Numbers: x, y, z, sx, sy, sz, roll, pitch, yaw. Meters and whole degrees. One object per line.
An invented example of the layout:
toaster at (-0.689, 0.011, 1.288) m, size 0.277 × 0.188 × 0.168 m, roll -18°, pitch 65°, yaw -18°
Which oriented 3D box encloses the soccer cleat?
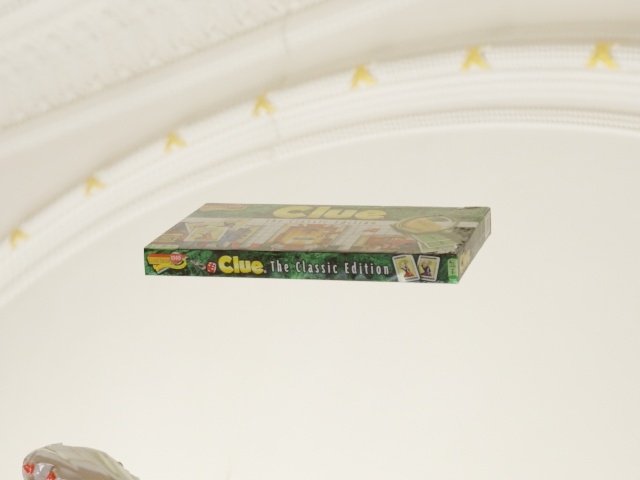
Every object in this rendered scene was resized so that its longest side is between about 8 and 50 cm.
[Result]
soccer cleat at (-0.206, 0.248, 1.328) m, size 0.196 × 0.076 × 0.068 m, roll 19°, pitch -65°, yaw 19°

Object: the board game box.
board game box at (0.000, 0.000, 1.092) m, size 0.259 × 0.136 × 0.030 m, roll 1°, pitch -75°, yaw 18°
